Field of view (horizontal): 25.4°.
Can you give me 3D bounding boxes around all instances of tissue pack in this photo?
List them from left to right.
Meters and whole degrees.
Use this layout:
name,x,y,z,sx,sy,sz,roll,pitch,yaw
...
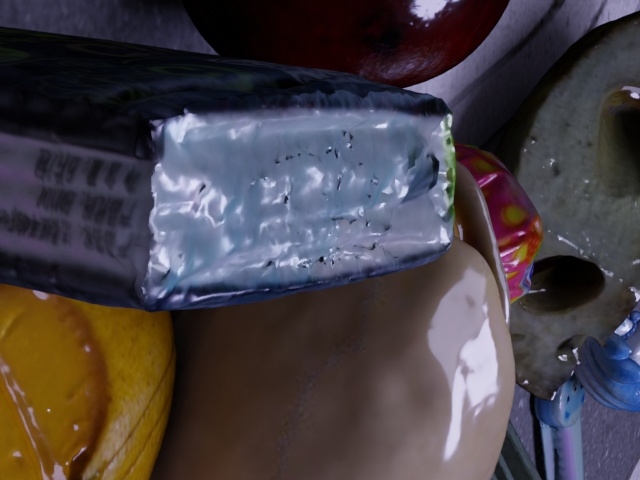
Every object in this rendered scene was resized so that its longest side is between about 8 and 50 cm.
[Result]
name,x,y,z,sx,sy,sz,roll,pitch,yaw
tissue pack,-0.094,-0.033,0.489,0.173,0.235,0.073,-12,109,-58

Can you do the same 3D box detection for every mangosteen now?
name,x,y,z,sx,sy,sz,roll,pitch,yaw
mangosteen,0.011,-0.165,0.689,0.200,0.200,0.200,-25,120,-54

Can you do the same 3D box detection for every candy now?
name,x,y,z,sx,sy,sz,roll,pitch,yaw
candy,0.000,0.000,0.808,0.365,0.124,0.124,0,100,-50

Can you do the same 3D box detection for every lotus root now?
name,x,y,z,sx,sy,sz,roll,pitch,yaw
lotus root,0.198,-0.049,1.074,0.314,0.142,0.210,-57,-179,-41

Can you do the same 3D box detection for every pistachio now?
name,x,y,z,sx,sy,sz,roll,pitch,yaw
pistachio,-0.011,0.094,0.688,0.187,0.187,0.299,-22,139,-54

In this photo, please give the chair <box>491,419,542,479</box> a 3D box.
name,x,y,z,sx,sy,sz,roll,pitch,yaw
chair,0.115,0.264,1.050,0.270,0.147,0.136,58,26,14

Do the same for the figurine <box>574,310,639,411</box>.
name,x,y,z,sx,sy,sz,roll,pitch,yaw
figurine,0.253,0.102,1.187,0.079,0.114,0.114,-35,141,2

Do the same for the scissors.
name,x,y,z,sx,sy,sz,roll,pitch,yaw
scissors,0.205,0.130,1.224,0.125,0.030,0.256,-37,126,-48

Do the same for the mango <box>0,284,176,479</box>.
name,x,y,z,sx,sy,sz,roll,pitch,yaw
mango,-0.138,0.087,0.564,0.252,0.126,0.154,-50,127,-50
